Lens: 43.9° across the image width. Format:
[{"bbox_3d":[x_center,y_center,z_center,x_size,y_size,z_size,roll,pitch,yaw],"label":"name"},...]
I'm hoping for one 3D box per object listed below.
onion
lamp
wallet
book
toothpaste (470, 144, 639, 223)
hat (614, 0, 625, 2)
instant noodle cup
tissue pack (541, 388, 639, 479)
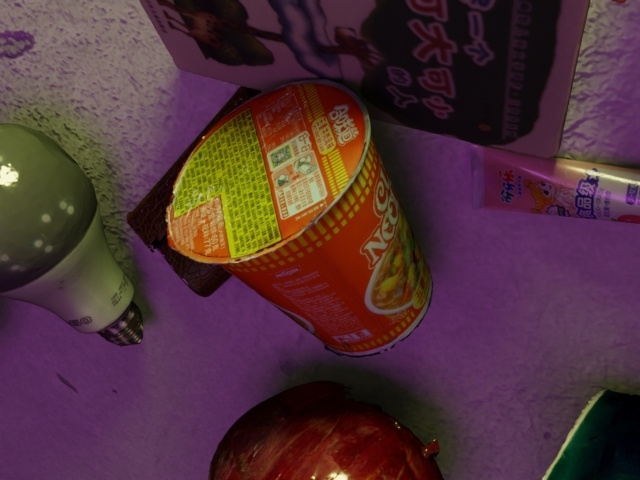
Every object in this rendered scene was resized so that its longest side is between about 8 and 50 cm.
[{"bbox_3d":[0.005,0.294,0.866,0.276,0.276,0.276,12,125,18],"label":"onion"},{"bbox_3d":[-0.292,0.012,0.874,0.182,0.182,0.314,-26,117,35],"label":"lamp"},{"bbox_3d":[-0.100,-0.042,0.828,0.133,0.039,0.243,46,126,-6],"label":"wallet"},{"bbox_3d":[0.010,-0.179,0.601,0.371,0.043,0.260,16,160,17],"label":"book"},{"bbox_3d":[0.223,-0.044,0.680,0.194,0.043,0.067,9,127,26],"label":"toothpaste"},{"bbox_3d":[0.256,-0.208,0.471,0.233,0.233,0.244,-44,55,58],"label":"hat"},{"bbox_3d":[0.000,0.000,0.703,0.193,0.193,0.212,-8,141,29],"label":"instant noodle cup"},{"bbox_3d":[0.400,0.326,0.654,0.416,0.253,0.264,12,123,34],"label":"tissue pack"}]
